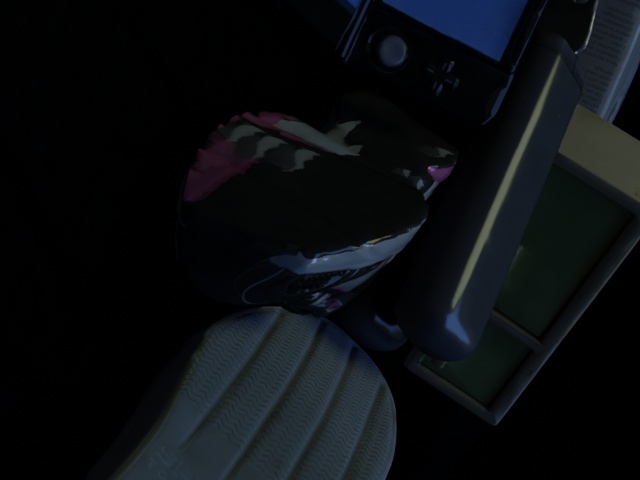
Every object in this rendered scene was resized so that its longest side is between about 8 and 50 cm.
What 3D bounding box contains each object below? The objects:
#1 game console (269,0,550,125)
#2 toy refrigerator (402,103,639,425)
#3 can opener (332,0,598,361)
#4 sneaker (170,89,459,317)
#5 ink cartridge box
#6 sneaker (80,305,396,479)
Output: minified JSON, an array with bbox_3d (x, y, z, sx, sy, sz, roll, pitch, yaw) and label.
[{"bbox_3d":[0.048,-0.112,0.379,0.122,0.107,0.071,-64,-166,4],"label":"game console"},{"bbox_3d":[0.176,0.029,0.918,0.094,0.102,0.269,-47,168,-49],"label":"toy refrigerator"},{"bbox_3d":[0.075,-0.086,0.515,0.095,0.076,0.283,46,60,-40],"label":"can opener"},{"bbox_3d":[0.000,0.000,0.402,0.077,0.072,0.178,-62,164,22],"label":"sneaker"},{"bbox_3d":[0.286,-0.234,1.004,0.324,0.071,0.330,-47,159,-54],"label":"ink cartridge box"},{"bbox_3d":[-0.053,0.102,0.389,0.091,0.094,0.258,-44,176,29],"label":"sneaker"}]
